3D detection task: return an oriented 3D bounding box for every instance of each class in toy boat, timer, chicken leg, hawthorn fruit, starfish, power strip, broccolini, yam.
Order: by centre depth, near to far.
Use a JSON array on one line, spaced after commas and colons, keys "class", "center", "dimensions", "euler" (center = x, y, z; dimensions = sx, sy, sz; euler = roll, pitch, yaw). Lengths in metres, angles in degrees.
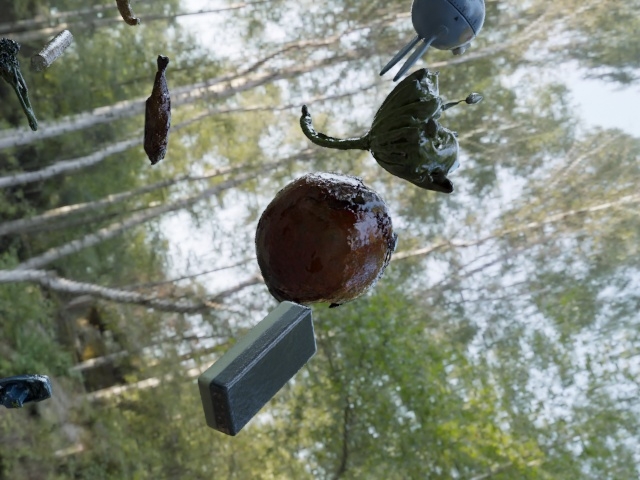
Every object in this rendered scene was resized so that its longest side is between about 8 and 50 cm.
[{"class": "yam", "center": [-0.437, -0.313, 1.360], "dimensions": [0.145, 0.032, 0.032], "euler": [-87, 176, -61]}, {"class": "power strip", "center": [-0.097, 0.202, 1.374], "dimensions": [0.070, 0.257, 0.105], "euler": [16, -54, 31]}, {"class": "toy boat", "center": [-0.570, 0.285, 1.551], "dimensions": [0.061, 0.137, 0.060], "euler": [-84, 169, -61]}, {"class": "chicken leg", "center": [-0.313, -0.242, 1.594], "dimensions": [0.089, 0.048, 0.219], "euler": [-116, -150, -52]}, {"class": "broccolini", "center": [-0.597, -0.293, 1.610], "dimensions": [0.074, 0.058, 0.201], "euler": [-77, 171, -48]}, {"class": "hawthorn fruit", "center": [0.003, 0.006, 1.717], "dimensions": [0.316, 0.316, 0.315], "euler": [166, -90, -70]}, {"class": "timer", "center": [0.255, -0.442, 1.788], "dimensions": [0.175, 0.175, 0.255], "euler": [40, -68, 59]}, {"class": "starfish", "center": [-0.444, -0.693, 2.025], "dimensions": [0.326, 0.094, 0.375], "euler": [-67, -150, 17]}]

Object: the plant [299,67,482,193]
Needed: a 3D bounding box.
[{"class": "plant", "center": [0.115, -0.172, 1.542], "dimensions": [0.334, 0.180, 0.251], "euler": [-19, -137, 37]}]
